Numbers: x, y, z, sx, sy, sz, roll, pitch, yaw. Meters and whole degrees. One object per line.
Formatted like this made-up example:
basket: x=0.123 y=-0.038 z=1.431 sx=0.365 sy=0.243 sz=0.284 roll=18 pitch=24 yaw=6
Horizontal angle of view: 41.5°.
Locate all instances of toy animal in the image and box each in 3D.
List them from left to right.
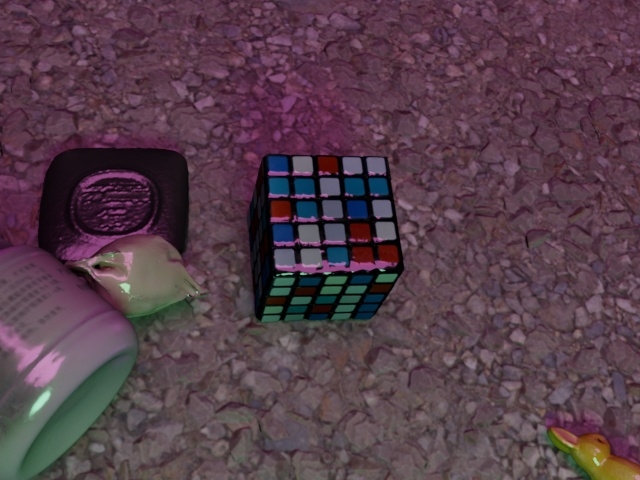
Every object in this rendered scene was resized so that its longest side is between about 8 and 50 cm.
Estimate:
toy animal: x=0.392 y=0.308 z=1.181 sx=0.159 sy=0.083 sz=0.070 roll=41 pitch=54 yaw=20

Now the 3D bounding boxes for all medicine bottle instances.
medicine bottle: x=-0.399 y=0.111 z=1.006 sx=0.302 sy=0.241 sz=0.241 roll=38 pitch=61 yaw=8

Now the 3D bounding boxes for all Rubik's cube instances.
Rubik's cube: x=0.000 y=0.000 z=1.188 sx=0.182 sy=0.184 sz=0.187 roll=0 pitch=62 yaw=-13

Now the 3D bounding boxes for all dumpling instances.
dumpling: x=-0.252 y=0.052 z=1.132 sx=0.199 sy=0.136 sz=0.118 roll=19 pitch=69 yaw=-29

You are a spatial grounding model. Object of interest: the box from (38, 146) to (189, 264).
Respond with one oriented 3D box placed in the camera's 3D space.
box: x=-0.298 y=-0.052 z=1.229 sx=0.212 sy=0.042 sz=0.201 roll=0 pitch=65 yaw=-12
